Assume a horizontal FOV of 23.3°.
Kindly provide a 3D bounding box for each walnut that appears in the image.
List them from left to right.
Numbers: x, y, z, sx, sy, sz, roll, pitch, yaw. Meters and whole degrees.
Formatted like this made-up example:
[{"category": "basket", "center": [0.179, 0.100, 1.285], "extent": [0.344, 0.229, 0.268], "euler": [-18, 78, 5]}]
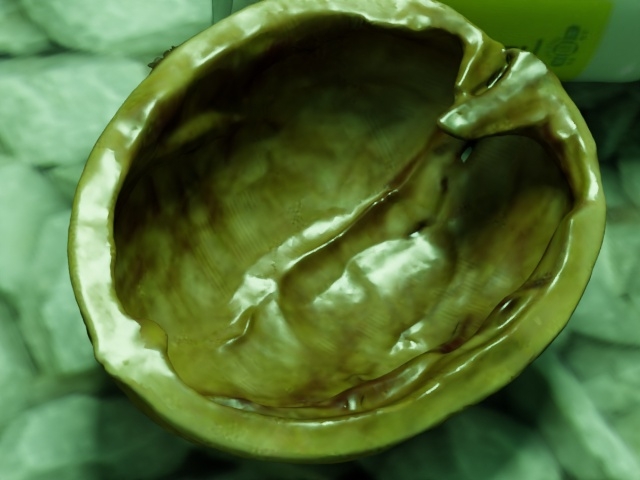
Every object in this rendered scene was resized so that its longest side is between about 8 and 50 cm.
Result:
[{"category": "walnut", "center": [-0.002, 0.002, 0.572], "extent": [0.211, 0.087, 0.167], "euler": [-32, 79, -26]}]

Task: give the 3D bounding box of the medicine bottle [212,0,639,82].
[{"category": "medicine bottle", "center": [0.086, -0.139, 0.656], "extent": [0.258, 0.143, 0.143], "euler": [0, 55, -9]}]
